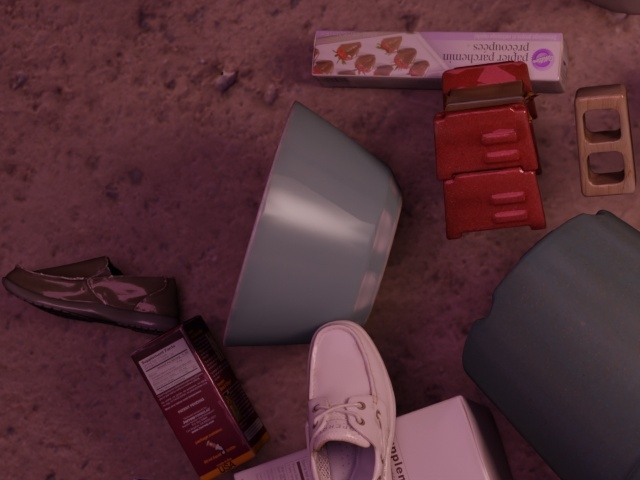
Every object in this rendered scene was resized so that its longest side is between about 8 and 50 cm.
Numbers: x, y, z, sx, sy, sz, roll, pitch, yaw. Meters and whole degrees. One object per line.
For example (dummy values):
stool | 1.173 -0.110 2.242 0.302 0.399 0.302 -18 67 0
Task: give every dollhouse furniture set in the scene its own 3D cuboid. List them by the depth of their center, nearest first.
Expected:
dollhouse furniture set | 0.322 -0.123 1.719 0.374 0.201 0.152 -5 112 12

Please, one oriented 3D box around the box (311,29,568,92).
box | 0.151 -0.229 1.879 0.324 0.067 0.063 3 82 18

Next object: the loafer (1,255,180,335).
loafer | -0.300 0.064 1.963 0.251 0.094 0.087 12 79 9

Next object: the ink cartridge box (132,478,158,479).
ink cartridge box | -0.112 0.460 1.741 0.151 0.270 0.395 -20 76 10

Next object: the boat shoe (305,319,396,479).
boat shoe | 0.031 0.218 1.643 0.098 0.096 0.277 -13 74 15

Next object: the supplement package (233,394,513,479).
supplement package | 0.077 0.317 1.754 0.293 0.177 0.175 -21 74 12

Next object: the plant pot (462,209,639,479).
plant pot | 0.359 0.162 1.635 0.334 0.341 0.341 42 95 27

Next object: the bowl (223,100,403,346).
bowl | 0.000 0.000 1.790 0.163 0.311 0.311 16 86 0

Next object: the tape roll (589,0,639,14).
tape roll | 0.386 -0.415 1.782 0.246 0.169 0.246 -3 81 17

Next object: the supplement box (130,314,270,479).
supplement box | -0.151 0.198 1.858 0.081 0.104 0.188 -30 90 10
